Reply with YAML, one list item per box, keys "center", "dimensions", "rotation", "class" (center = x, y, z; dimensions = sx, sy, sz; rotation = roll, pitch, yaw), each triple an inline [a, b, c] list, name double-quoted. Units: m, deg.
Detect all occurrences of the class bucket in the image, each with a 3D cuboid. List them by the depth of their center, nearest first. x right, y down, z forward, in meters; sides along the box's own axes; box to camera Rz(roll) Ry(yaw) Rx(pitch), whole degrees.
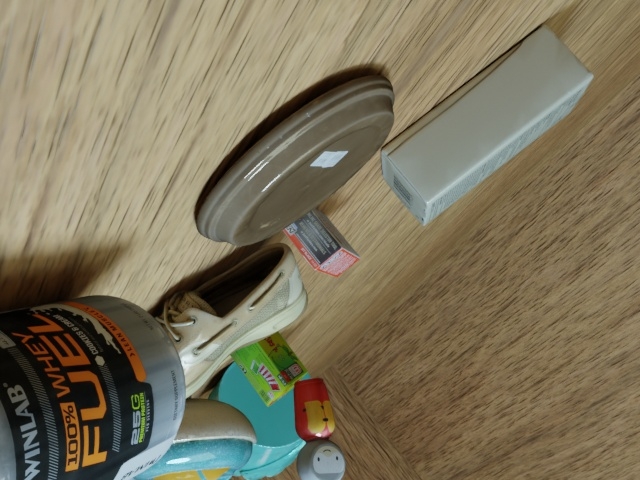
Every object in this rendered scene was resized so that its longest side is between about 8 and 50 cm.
- center: [-0.141, 0.410, 1.851]
  dimensions: [0.281, 0.281, 0.183]
  rotation: [-30, 162, -33]
  class: "bucket"

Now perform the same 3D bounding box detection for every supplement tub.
- center: [-0.276, 0.159, 0.672]
  dimensions: [0.193, 0.193, 0.316]
  rotation: [-43, 168, 20]
  class: "supplement tub"

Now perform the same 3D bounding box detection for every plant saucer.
- center: [-0.019, -0.080, 0.889]
  dimensions: [0.278, 0.041, 0.278]
  rotation: [-36, 170, -8]
  class: "plant saucer"

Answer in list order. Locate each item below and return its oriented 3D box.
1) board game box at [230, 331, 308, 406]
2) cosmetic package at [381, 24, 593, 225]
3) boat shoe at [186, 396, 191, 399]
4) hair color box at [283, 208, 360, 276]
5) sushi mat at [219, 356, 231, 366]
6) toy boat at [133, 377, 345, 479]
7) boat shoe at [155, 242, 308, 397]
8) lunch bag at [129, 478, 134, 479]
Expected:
- center: [-0.104, 0.157, 1.195]
  dimensions: [0.043, 0.181, 0.092]
  rotation: [-29, 165, -39]
  class: "board game box"
- center: [0.247, -0.170, 1.189]
  dimensions: [0.309, 0.113, 0.160]
  rotation: [-38, 168, -4]
  class: "cosmetic package"
- center: [-0.362, 0.353, 1.338]
  dimensions: [0.324, 0.116, 0.097]
  rotation: [-36, 178, 4]
  class: "boat shoe"
- center: [0.000, 0.000, 1.136]
  dimensions: [0.053, 0.093, 0.167]
  rotation: [-40, 167, 4]
  class: "hair color box"
- center: [-0.196, 0.232, 1.597]
  dimensions: [0.316, 0.019, 0.151]
  rotation: [-39, 167, 4]
  class: "sushi mat"
- center: [-0.127, 0.294, 1.093]
  dimensions: [0.318, 0.148, 0.267]
  rotation: [-13, 161, 10]
  class: "toy boat"
- center: [-0.175, 0.115, 1.054]
  dimensions: [0.341, 0.122, 0.110]
  rotation: [-33, 132, -24]
  class: "boat shoe"
- center: [-0.452, 0.481, 1.595]
  dimensions: [0.219, 0.090, 0.176]
  rotation: [-31, 167, -31]
  class: "lunch bag"
